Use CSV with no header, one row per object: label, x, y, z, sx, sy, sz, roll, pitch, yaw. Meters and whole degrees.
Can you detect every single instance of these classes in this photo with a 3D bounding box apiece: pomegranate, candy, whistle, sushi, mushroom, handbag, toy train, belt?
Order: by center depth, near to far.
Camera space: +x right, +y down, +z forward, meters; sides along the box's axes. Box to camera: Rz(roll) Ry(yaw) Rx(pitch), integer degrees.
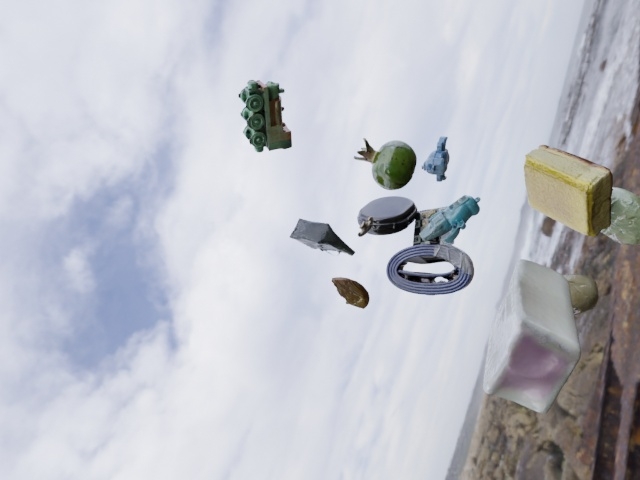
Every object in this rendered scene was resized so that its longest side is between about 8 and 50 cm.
candy,0.496,0.211,1.127,0.358,0.144,0.208,-41,-33,-60
toy train,-0.132,-0.304,1.162,0.118,0.074,0.176,-16,-52,-21
pomegranate,0.237,-0.287,1.732,0.182,0.224,0.181,-62,-6,-11
handbag,0.000,0.000,1.881,0.175,0.270,0.089,40,-109,-38
whistle,0.516,-0.087,1.893,0.093,0.274,0.186,47,-166,-28
whistle,0.478,-0.319,1.918,0.269,0.093,0.180,-42,-47,-55
belt,0.455,0.120,1.986,0.117,0.346,0.213,9,-99,-65
mushroom,0.190,-0.057,2.004,0.049,0.019,0.101,33,-90,-32
sushi,0.497,-0.074,2.105,0.050,0.192,0.215,50,-138,-44
handbag,0.308,-0.113,2.175,0.308,0.253,0.093,-37,-52,-48

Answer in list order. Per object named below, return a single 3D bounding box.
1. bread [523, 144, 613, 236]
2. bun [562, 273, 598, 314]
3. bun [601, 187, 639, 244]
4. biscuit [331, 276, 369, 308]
bread,1.002,-0.203,1.938,0.143,0.333,0.324,-39,-44,-8
bun,0.860,0.197,1.635,0.166,0.173,0.114,40,-138,-36
bun,1.266,-0.083,2.025,0.179,0.283,0.283,-41,-24,5
biscuit,0.143,0.256,2.338,0.176,0.228,0.031,-56,11,44
